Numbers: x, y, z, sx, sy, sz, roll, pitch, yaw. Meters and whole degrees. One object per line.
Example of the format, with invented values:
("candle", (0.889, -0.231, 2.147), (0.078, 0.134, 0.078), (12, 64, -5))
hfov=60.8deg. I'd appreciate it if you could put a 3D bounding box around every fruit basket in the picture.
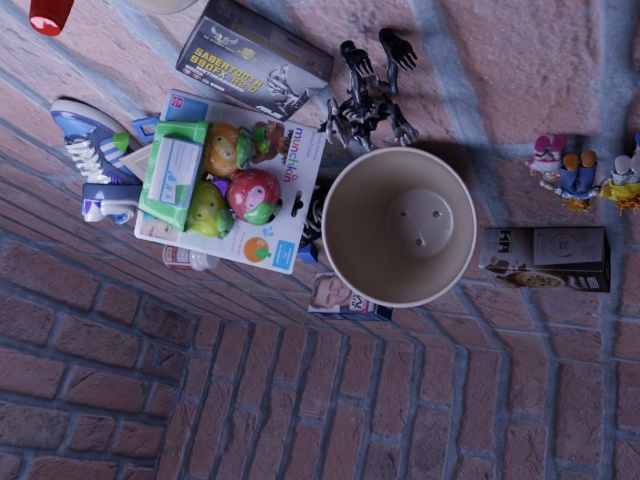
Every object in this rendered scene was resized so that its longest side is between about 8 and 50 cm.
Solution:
("fruit basket", (-0.193, -0.120, 1.163), (0.352, 0.328, 0.165), (15, -175, 0))

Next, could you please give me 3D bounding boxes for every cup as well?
("cup", (0.200, -0.034, 1.225), (0.330, 0.332, 0.237), (4, -174, 24))

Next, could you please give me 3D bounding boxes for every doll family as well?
("doll family", (0.515, -0.110, 1.020), (0.262, 0.119, 0.163), (3, 159, 27))

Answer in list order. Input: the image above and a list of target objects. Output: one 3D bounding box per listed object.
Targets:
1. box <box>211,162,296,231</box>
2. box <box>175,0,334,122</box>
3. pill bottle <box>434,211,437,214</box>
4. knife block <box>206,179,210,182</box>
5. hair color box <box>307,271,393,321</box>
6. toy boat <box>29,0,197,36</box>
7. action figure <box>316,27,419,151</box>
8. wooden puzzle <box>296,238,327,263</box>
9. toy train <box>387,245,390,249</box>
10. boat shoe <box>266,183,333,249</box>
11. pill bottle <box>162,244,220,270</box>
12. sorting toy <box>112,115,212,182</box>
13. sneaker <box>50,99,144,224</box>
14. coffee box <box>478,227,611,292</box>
("box", (-0.172, -0.092, 1.455), (0.143, 0.166, 0.270), (7, 161, 18))
("box", (-0.119, -0.311, 0.963), (0.230, 0.056, 0.183), (22, 160, -25))
("pill bottle", (0.316, -0.029, 1.463), (0.067, 0.067, 0.120), (-3, 155, 40))
("knife block", (-0.360, -0.104, 1.664), (0.241, 0.088, 0.275), (-3, 155, 40))
("hair color box", (0.121, 0.216, 2.126), (0.347, 0.174, 0.105), (-6, 153, 43))
("toy boat", (-0.301, -0.402, 0.733), (0.318, 0.148, 0.267), (-14, 154, 38))
("action figure", (0.079, -0.222, 0.946), (0.163, 0.141, 0.276), (-11, 158, -6))
("wooden puzzle", (0.000, 0.000, 1.701), (0.347, 0.081, 0.322), (3, 158, 18))
("toy train", (0.177, 0.048, 1.519), (0.190, 0.143, 0.334), (-18, 173, 23))
("boat shoe", (-0.028, -0.058, 1.308), (0.158, 0.340, 0.127), (-19, 105, 48))
("pill bottle", (-0.512, 0.060, 2.181), (0.215, 0.121, 0.121), (3, 159, 27))
("sorting toy", (-0.382, -0.198, 1.402), (0.195, 0.047, 0.348), (-19, 145, 13))
("sneaker", (-0.566, -0.172, 1.374), (0.130, 0.237, 0.323), (3, 159, 27))
("coffee box", (0.590, 0.052, 1.432), (0.296, 0.119, 0.168), (0, 156, 34))
